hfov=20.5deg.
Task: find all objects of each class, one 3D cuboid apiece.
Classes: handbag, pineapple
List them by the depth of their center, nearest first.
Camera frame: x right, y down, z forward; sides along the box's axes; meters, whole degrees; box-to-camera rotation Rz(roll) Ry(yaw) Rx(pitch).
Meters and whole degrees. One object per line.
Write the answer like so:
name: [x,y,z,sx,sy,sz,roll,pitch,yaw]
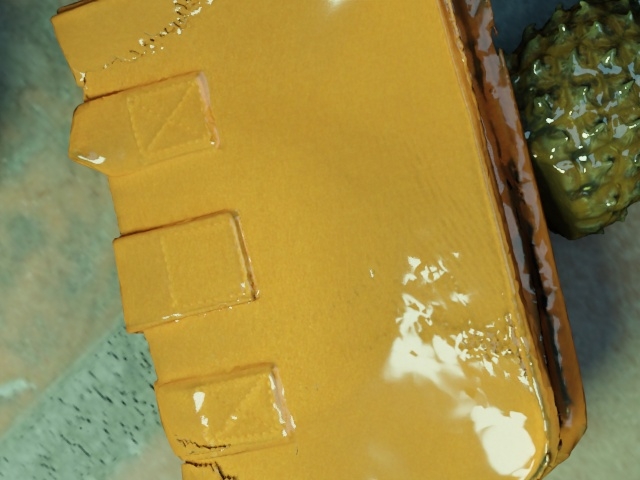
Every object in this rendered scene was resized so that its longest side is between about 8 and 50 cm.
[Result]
handbag: [0.000,0.000,1.234,0.304,0.116,0.410,-14,91,21]
pineapple: [0.274,-0.160,1.303,0.364,0.165,0.165,-41,95,-8]
